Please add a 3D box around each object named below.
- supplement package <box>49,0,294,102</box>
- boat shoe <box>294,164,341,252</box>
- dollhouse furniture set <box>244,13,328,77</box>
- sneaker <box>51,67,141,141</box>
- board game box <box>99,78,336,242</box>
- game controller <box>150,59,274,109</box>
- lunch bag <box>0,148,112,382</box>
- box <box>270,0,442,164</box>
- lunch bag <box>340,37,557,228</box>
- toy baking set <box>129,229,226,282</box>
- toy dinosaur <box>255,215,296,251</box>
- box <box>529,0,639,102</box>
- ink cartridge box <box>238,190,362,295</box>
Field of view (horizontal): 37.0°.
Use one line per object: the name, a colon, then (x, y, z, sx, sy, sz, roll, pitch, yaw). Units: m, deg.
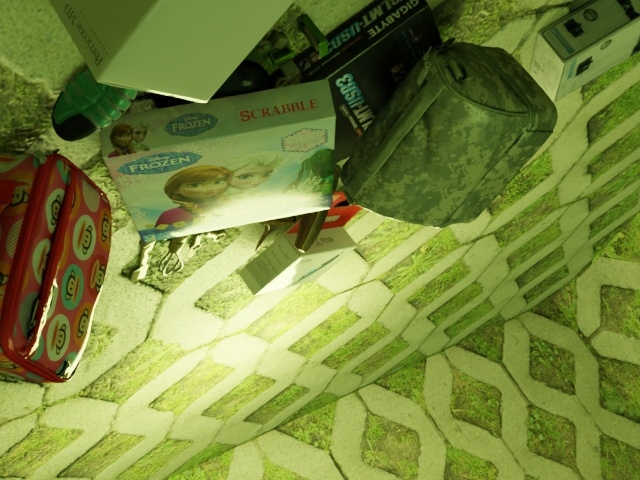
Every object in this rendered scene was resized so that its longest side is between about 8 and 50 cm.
supplement package: (-0.133, -0.316, 1.018, 0.293, 0.177, 0.175, -45, 156, 26)
boat shoe: (-0.016, -0.067, 1.805, 0.064, 0.060, 0.177, -11, 121, -77)
dollhouse furniture set: (-0.068, -0.265, 1.390, 0.152, 0.058, 0.076, -29, 158, -11)
sneaker: (-0.246, -0.203, 1.243, 0.224, 0.083, 0.098, -40, 163, 15)
board game box: (-0.139, -0.107, 1.420, 0.319, 0.065, 0.318, -11, 159, -4)
game controller: (-0.136, -0.178, 1.428, 0.167, 0.067, 0.319, -14, 160, 4)
lunch bag: (-0.390, 0.030, 1.280, 0.120, 0.293, 0.258, 3, 160, 13)
box: (0.069, -0.258, 1.591, 0.293, 0.073, 0.295, -35, 158, 3)
lunch bag: (0.197, -0.173, 1.561, 0.256, 0.212, 0.305, -10, 148, -47)
toy baking set: (-0.249, 0.000, 1.749, 0.256, 0.030, 0.196, -32, 159, -4)
toy dinosaur: (-0.101, -0.046, 1.851, 0.112, 0.064, 0.211, -8, 159, 9)
box: (0.575, -0.418, 1.941, 0.290, 0.087, 0.169, -31, 159, -7)
ink cartridge box: (0.000, 0.000, 1.998, 0.261, 0.066, 0.296, -41, 167, 22)
